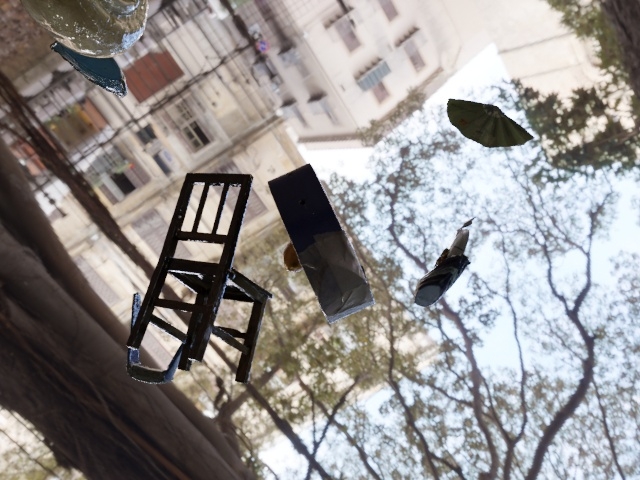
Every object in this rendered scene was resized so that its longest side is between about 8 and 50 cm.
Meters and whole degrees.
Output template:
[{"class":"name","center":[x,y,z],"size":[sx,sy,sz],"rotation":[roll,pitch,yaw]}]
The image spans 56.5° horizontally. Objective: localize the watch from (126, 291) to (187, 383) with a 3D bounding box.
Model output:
[{"class":"watch","center":[-0.461,0.299,1.813],"size":[0.276,0.274,0.068],"rotation":[1,170,20]}]

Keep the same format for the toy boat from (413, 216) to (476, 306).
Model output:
[{"class":"toy boat","center":[0.342,0.044,1.544],"size":[0.291,0.067,0.220],"rotation":[-50,179,-36]}]

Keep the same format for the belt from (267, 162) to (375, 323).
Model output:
[{"class":"belt","center":[0.000,0.000,1.290],"size":[0.117,0.347,0.212],"rotation":[-23,165,-1]}]

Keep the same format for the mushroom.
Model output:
[{"class":"mushroom","center":[-0.333,-0.421,0.905],"size":[0.234,0.260,0.254],"rotation":[-2,-126,15]}]

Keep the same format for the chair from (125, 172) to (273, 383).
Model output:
[{"class":"chair","center":[-0.239,0.084,1.362],"size":[0.203,0.240,0.416],"rotation":[5,-112,25]}]

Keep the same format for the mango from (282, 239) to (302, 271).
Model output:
[{"class":"mango","center":[-0.073,0.049,2.091],"size":[0.145,0.112,0.219],"rotation":[-44,-171,19]}]

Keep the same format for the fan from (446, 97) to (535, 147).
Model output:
[{"class":"fan","center":[0.414,-0.292,1.486],"size":[0.240,0.009,0.131],"rotation":[30,-109,18]}]

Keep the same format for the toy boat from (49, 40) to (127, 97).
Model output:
[{"class":"toy boat","center":[-0.514,-0.397,1.347],"size":[0.075,0.185,0.077],"rotation":[-61,-161,-21]}]
